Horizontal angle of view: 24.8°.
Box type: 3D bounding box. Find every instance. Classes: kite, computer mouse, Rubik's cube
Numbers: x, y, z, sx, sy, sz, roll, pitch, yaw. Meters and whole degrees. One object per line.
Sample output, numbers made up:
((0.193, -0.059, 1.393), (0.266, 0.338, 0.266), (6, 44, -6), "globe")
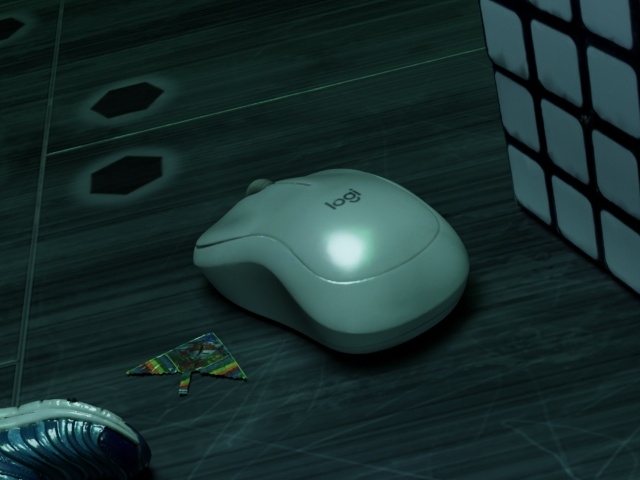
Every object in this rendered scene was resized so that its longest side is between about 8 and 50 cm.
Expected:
((-0.116, 0.111, 1.317), (0.122, 0.004, 0.090), (-3, 33, 18), "kite")
((0.000, 0.000, 1.343), (0.184, 0.121, 0.297), (-30, 35, -22), "computer mouse")
((0.367, -0.166, 1.251), (0.344, 0.337, 0.344), (-23, 32, -17), "Rubik's cube")

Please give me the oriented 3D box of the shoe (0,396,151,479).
((-0.239, 0.191, 1.177), (0.207, 0.091, 0.106), (-9, 57, 0), "shoe")
